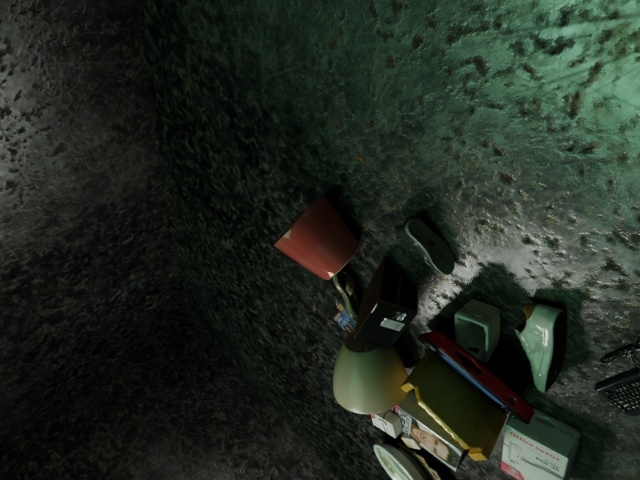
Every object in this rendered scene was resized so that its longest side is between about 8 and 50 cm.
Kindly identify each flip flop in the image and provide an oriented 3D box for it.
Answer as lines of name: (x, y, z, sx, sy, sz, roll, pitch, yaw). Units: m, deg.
flip flop: (0.121, 0.200, 1.801, 0.080, 0.112, 0.277, -21, 95, 19)

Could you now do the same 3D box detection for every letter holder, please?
letter holder: (0.254, 0.246, 1.651, 0.151, 0.215, 0.302, 16, 140, -2)

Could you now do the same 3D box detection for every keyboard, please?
keyboard: (0.844, 0.349, 1.104, 0.201, 0.033, 0.317, 44, 144, 15)

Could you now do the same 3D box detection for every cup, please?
cup: (0.198, 0.520, 1.804, 0.330, 0.331, 0.237, 11, 119, 46)

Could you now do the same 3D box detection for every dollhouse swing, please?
dollhouse swing: (0.458, 0.655, 1.642, 0.347, 0.315, 0.305, 43, 133, 15)

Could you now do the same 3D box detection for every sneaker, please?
sneaker: (0.643, 0.309, 1.262, 0.123, 0.105, 0.291, 20, 125, 49)
sneaker: (0.342, 0.020, 1.400, 0.222, 0.083, 0.118, 50, 166, -6)

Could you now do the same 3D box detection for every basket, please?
basket: (0.513, 0.290, 1.389, 0.113, 0.103, 0.168, 19, 133, 41)

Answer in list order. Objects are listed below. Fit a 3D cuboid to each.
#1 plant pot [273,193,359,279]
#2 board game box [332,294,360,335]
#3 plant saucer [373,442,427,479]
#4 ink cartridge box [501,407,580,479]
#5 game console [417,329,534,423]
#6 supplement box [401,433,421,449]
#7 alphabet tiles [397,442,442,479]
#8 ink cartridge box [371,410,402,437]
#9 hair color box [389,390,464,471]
plant pot: (0.000, 0.000, 1.638, 0.243, 0.275, 0.275, 44, 147, -4)
board game box: (0.135, 0.336, 1.931, 0.194, 0.060, 0.194, 48, 146, 10)
plant saucer: (0.450, 1.214, 2.242, 0.400, 0.100, 0.401, 45, 155, 27)
ink cartridge box: (0.751, 0.731, 1.477, 0.207, 0.117, 0.283, 20, 134, 40)
game console: (0.502, 0.450, 1.442, 0.386, 0.060, 0.342, 40, 171, 13)
supplement box: (0.463, 1.011, 2.152, 0.062, 0.036, 0.098, 56, 147, -3)
alphabet tiles: (0.531, 1.191, 2.193, 0.285, 0.011, 0.342, 59, 158, -7)
ink cartridge box: (0.302, 0.830, 1.968, 0.135, 0.056, 0.099, 14, 129, 46)
hair color box: (0.474, 0.825, 1.905, 0.374, 0.113, 0.186, 27, 139, 33)
